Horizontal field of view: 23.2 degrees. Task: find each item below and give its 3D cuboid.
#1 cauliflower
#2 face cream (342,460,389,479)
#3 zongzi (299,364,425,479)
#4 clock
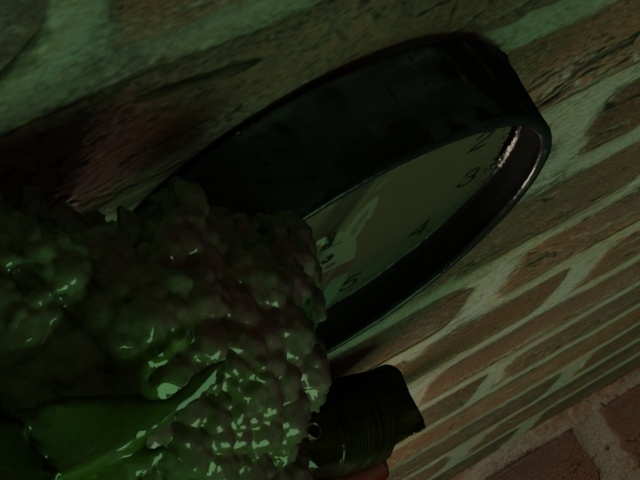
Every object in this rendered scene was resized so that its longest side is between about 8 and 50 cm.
[{"bbox_3d":[-0.133,0.061,0.900,0.256,0.315,0.239,26,84,-38],"label":"cauliflower"},{"bbox_3d":[-0.025,0.319,1.999,0.214,0.096,0.096,-29,163,-18],"label":"face cream"},{"bbox_3d":[-0.044,0.236,1.722,0.248,0.111,0.241,-7,156,-48],"label":"zongzi"},{"bbox_3d":[0.000,0.000,1.155,0.386,0.076,0.386,-31,164,-10],"label":"clock"}]
